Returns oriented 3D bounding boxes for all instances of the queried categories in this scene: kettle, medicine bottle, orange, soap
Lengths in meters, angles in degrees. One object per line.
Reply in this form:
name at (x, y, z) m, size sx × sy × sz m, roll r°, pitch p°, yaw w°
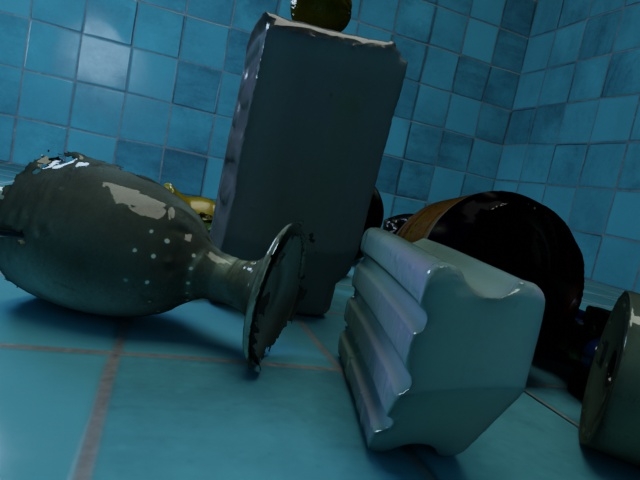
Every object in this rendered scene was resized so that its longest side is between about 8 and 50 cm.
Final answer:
kettle at (0.409, 0.157, 0.475) m, size 0.255 × 0.165 × 0.240 m, roll 14°, pitch 6°, yaw 24°
medicine bottle at (0.205, 0.046, 0.809) m, size 0.243 × 0.242 × 0.395 m, roll 10°, pitch -1°, yaw -16°
orange at (0.002, -0.343, 0.729) m, size 0.095 × 0.085 × 0.085 m, roll 24°, pitch 11°, yaw 27°
soap at (0.092, 0.088, 0.486) m, size 0.095 × 0.172 × 0.289 m, roll 11°, pitch 6°, yaw -5°
soap at (-0.059, -0.108, 0.836) m, size 0.213 × 0.435 × 0.350 m, roll 10°, pitch 9°, yaw -18°

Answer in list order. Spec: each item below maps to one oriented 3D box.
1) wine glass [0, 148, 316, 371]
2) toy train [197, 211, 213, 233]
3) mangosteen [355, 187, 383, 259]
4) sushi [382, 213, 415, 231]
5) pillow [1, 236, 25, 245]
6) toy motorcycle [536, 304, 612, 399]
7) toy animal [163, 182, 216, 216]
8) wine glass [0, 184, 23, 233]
wine glass at (-0.197, 0.018, 0.583) m, size 0.357 × 0.190 × 0.190 m, roll 18°, pitch 7°, yaw 13°
toy train at (-0.328, -0.015, 1.067) m, size 0.226 × 0.090 × 0.137 m, roll 7°, pitch 17°, yaw 3°
mangosteen at (0.038, -0.074, 1.511) m, size 0.300 × 0.300 × 0.300 m, roll 11°, pitch 6°, yaw -1°
sushi at (0.252, 0.048, 1.156) m, size 0.204 × 0.213 × 0.200 m, roll -2°, pitch 30°, yaw -3°
pillow at (-0.388, 0.029, 0.814) m, size 0.189 × 0.034 × 0.256 m, roll 19°, pitch 8°, yaw 39°
toy motorcycle at (0.396, 0.152, 0.764) m, size 0.196 × 0.125 × 0.331 m, roll 10°, pitch 3°, yaw 4°
toy animal at (-0.352, -0.067, 1.220) m, size 0.230 × 0.156 × 0.156 m, roll 10°, pitch 6°, yaw -36°
wine glass at (-0.550, -0.055, 0.952) m, size 0.231 × 0.103 × 0.103 m, roll 6°, pitch 7°, yaw -13°
